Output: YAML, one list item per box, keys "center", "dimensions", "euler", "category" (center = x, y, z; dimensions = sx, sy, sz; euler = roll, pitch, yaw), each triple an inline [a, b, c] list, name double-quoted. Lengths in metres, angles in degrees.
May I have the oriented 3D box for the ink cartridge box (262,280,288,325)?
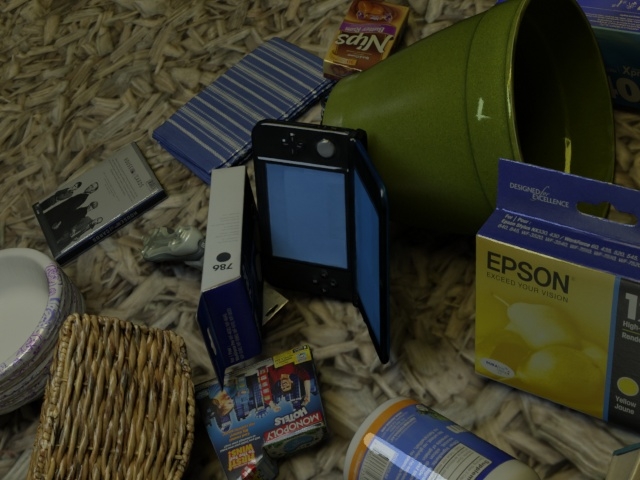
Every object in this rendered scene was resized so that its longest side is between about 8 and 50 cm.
- center: [-0.103, 0.097, 1.582]
  dimensions: [0.063, 0.029, 0.115]
  euler: [-43, 49, -15]
  category: "ink cartridge box"

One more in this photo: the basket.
- center: [-0.303, 0.282, 1.432]
  dimensions: [0.213, 0.223, 0.299]
  euler: [12, 66, -15]
  category: "basket"

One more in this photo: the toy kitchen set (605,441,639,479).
- center: [0.467, 0.284, 1.141]
  dimensions: [0.207, 0.166, 0.122]
  euler: [31, 65, 0]
  category: "toy kitchen set"

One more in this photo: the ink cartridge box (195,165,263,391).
- center: [-0.129, 0.050, 1.485]
  dimensions: [0.065, 0.165, 0.333]
  euler: [-7, 42, 5]
  category: "ink cartridge box"

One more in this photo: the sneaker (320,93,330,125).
- center: [0.003, -0.184, 1.703]
  dimensions: [0.217, 0.121, 0.079]
  euler: [-37, 46, -7]
  category: "sneaker"

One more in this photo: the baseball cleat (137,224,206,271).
- center: [-0.237, 0.024, 1.680]
  dimensions: [0.072, 0.109, 0.206]
  euler: [-60, 24, -16]
  category: "baseball cleat"

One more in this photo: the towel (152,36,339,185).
- center: [-0.144, -0.257, 1.899]
  dimensions: [0.336, 0.040, 0.243]
  euler: [-41, 46, -14]
  category: "towel"

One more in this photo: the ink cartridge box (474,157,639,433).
- center: [0.334, 0.078, 1.211]
  dimensions: [0.303, 0.307, 0.072]
  euler: [18, 39, 36]
  category: "ink cartridge box"

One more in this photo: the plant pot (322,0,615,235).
- center: [0.206, -0.162, 1.468]
  dimensions: [0.353, 0.366, 0.366]
  euler: [-5, 50, 37]
  category: "plant pot"

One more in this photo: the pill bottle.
- center: [0.172, 0.313, 1.190]
  dimensions: [0.272, 0.152, 0.152]
  euler: [26, 67, 37]
  category: "pill bottle"

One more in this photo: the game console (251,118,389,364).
- center: [0.000, 0.000, 1.402]
  dimensions: [0.250, 0.293, 0.173]
  euler: [9, 33, 18]
  category: "game console"

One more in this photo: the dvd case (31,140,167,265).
- center: [-0.424, -0.075, 1.874]
  dimensions: [0.238, 0.029, 0.179]
  euler: [-33, 46, -4]
  category: "dvd case"

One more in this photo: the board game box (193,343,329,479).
- center: [-0.081, 0.269, 1.407]
  dimensions: [0.194, 0.060, 0.194]
  euler: [-21, 47, 8]
  category: "board game box"

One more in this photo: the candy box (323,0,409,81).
- center: [0.087, -0.373, 1.848]
  dimensions: [0.109, 0.053, 0.187]
  euler: [18, 61, 10]
  category: "candy box"

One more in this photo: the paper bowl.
- center: [-0.522, 0.164, 1.639]
  dimensions: [0.284, 0.148, 0.284]
  euler: [-13, 49, 15]
  category: "paper bowl"

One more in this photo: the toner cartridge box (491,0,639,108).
- center: [0.443, -0.300, 1.546]
  dimensions: [0.347, 0.165, 0.075]
  euler: [22, 64, 43]
  category: "toner cartridge box"
